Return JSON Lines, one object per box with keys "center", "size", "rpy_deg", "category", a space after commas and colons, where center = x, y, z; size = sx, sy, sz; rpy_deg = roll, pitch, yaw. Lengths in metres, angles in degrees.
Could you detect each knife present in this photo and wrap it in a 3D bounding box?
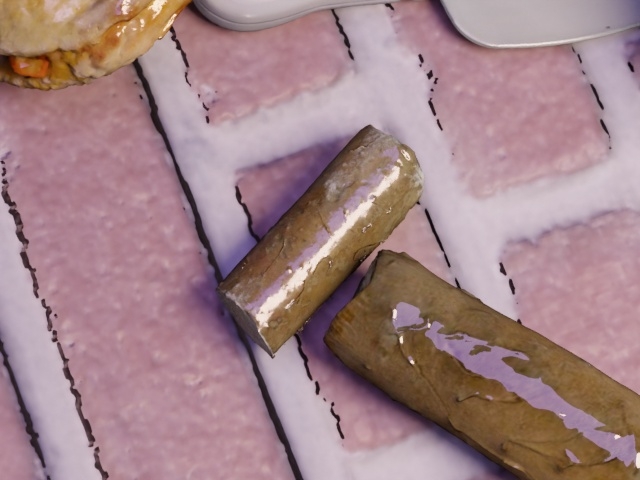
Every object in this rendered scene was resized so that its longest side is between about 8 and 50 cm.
{"center": [0.089, -0.147, 1.132], "size": [0.331, 0.044, 0.080], "rpy_deg": [1, 69, -6], "category": "knife"}

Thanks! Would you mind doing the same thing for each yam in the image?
{"center": [0.000, 0.000, 1.069], "size": [0.054, 0.054, 0.132], "rpy_deg": [40, 75, 10], "category": "yam"}
{"center": [0.171, 0.125, 1.027], "size": [0.371, 0.083, 0.083], "rpy_deg": [29, 73, 8], "category": "yam"}

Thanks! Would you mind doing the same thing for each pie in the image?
{"center": [-0.142, -0.179, 1.089], "size": [0.179, 0.084, 0.205], "rpy_deg": [-37, 61, -4], "category": "pie"}
